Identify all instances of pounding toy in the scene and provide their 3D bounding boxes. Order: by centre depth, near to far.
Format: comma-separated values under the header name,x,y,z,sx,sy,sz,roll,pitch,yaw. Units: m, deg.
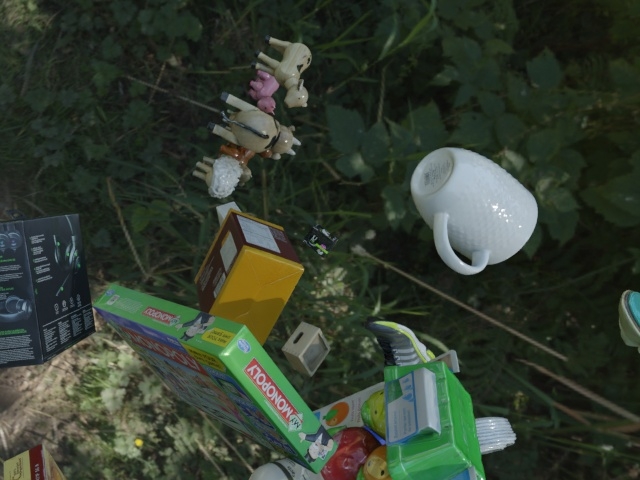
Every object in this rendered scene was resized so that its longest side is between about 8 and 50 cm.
name,x,y,z,sx,sy,sz,roll,pitch,yaw
pounding toy,-0.041,0.318,1.946,0.141,0.100,0.130,-52,138,-27

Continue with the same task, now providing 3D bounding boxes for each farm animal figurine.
name,x,y,z,sx,sy,sz,roll,pitch,yaw
farm animal figurine,-0.119,-0.267,1.423,0.330,0.172,0.327,-65,178,26

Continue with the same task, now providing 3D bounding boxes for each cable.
name,x,y,z,sx,sy,sz,roll,pitch,yaw
cable,0.405,0.544,1.766,0.257,0.257,0.089,15,57,-46

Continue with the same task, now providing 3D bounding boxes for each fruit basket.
name,x,y,z,sx,sy,sz,roll,pitch,yaw
fruit basket,0.090,0.359,1.105,0.165,0.352,0.327,57,22,-28

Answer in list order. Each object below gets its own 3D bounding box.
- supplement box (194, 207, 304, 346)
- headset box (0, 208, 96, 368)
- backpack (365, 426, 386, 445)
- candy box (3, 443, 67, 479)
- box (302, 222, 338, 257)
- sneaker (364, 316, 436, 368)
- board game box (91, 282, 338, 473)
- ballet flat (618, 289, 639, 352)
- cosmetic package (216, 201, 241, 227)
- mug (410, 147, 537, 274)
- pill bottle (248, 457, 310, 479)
name,x,y,z,sx,sy,sz,roll,pitch,yaw
supplement box,-0.153,0.072,1.312,0.129,0.194,0.191,20,109,-25
headset box,-0.566,0.078,1.259,0.131,0.246,0.283,-6,96,3
backpack,0.140,0.543,1.784,0.101,0.120,0.098,-5,117,-39
candy box,-0.526,0.591,1.300,0.087,0.183,0.317,-25,121,-15
box,0.000,0.000,1.911,0.083,0.062,0.052,38,18,5
sneaker,0.220,0.318,1.830,0.300,0.111,0.121,42,68,-32
board game box,-0.143,0.163,0.809,0.046,0.317,0.214,-50,124,-26
ballet flat,0.578,0.173,1.121,0.248,0.086,0.086,35,67,-19
cosmetic package,-0.235,0.019,1.828,0.060,0.099,0.239,-17,126,-16
mug,0.425,-0.078,1.887,0.328,0.276,0.374,32,58,-32
pill bottle,-0.034,0.570,1.382,0.362,0.210,0.210,-5,93,-30
